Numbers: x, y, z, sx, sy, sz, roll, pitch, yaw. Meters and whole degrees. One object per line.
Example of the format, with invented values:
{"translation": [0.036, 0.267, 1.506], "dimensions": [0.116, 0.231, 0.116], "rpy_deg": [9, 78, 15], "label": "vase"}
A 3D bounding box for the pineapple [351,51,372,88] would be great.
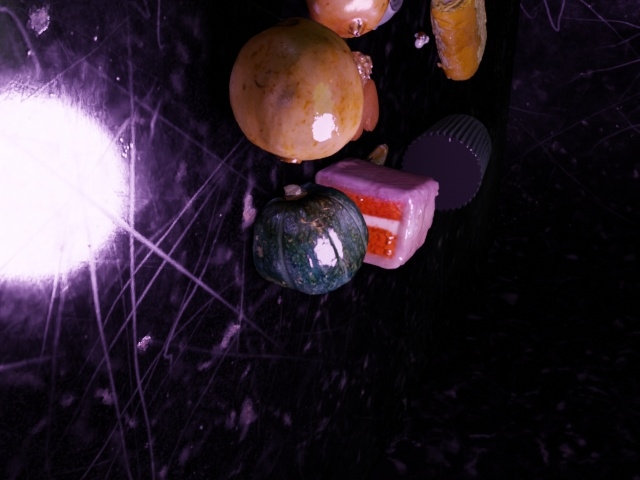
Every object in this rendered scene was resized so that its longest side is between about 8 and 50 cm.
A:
{"translation": [0.060, -0.374, 1.752], "dimensions": [0.119, 0.111, 0.237], "rpy_deg": [2, 105, -46], "label": "pineapple"}

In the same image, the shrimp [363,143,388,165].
{"translation": [0.171, -0.253, 2.139], "dimensions": [0.180, 0.041, 0.099], "rpy_deg": [-37, 149, -56], "label": "shrimp"}

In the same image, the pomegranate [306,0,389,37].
{"translation": [0.058, -0.572, 1.530], "dimensions": [0.209, 0.209, 0.209], "rpy_deg": [-41, 138, -52], "label": "pomegranate"}

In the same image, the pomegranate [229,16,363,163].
{"translation": [-0.045, -0.311, 1.372], "dimensions": [0.307, 0.307, 0.307], "rpy_deg": [-41, 138, -52], "label": "pomegranate"}

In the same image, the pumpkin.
{"translation": [0.000, 0.000, 1.637], "dimensions": [0.293, 0.196, 0.264], "rpy_deg": [-37, 128, -36], "label": "pumpkin"}

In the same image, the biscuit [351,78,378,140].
{"translation": [0.125, -0.370, 1.971], "dimensions": [0.192, 0.036, 0.186], "rpy_deg": [-58, 152, -32], "label": "biscuit"}

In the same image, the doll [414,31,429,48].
{"translation": [0.348, -0.688, 2.279], "dimensions": [0.085, 0.040, 0.058], "rpy_deg": [-44, 153, -43], "label": "doll"}

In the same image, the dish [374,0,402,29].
{"translation": [0.181, -0.708, 1.865], "dimensions": [0.224, 0.078, 0.246], "rpy_deg": [-48, 143, -44], "label": "dish"}

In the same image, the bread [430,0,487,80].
{"translation": [0.495, -0.769, 2.400], "dimensions": [0.237, 0.165, 0.375], "rpy_deg": [-66, 155, -16], "label": "bread"}

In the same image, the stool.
{"translation": [0.486, -0.305, 2.487], "dimensions": [0.330, 0.297, 0.297], "rpy_deg": [-46, 142, -55], "label": "stool"}

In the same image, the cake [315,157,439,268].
{"translation": [0.149, -0.083, 1.858], "dimensions": [0.230, 0.308, 0.237], "rpy_deg": [-31, 133, -54], "label": "cake"}
